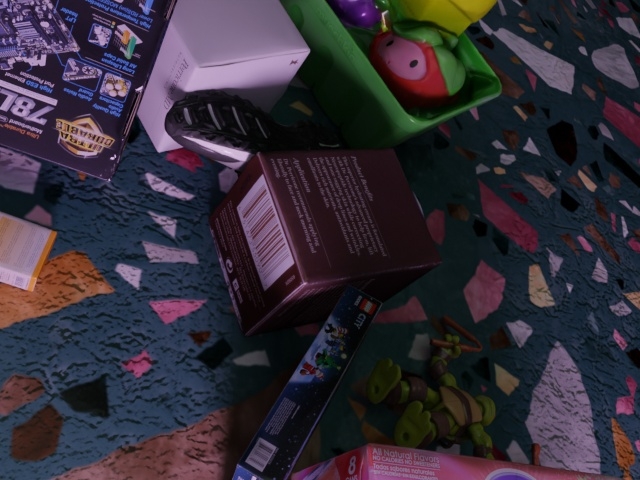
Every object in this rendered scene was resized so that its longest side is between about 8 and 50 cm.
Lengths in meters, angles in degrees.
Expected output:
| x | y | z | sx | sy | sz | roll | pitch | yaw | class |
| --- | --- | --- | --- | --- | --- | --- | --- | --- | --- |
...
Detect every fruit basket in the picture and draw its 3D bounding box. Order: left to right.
| x | y | z | sx | sy | sz | roll | pitch | yaw | class |
| --- | --- | --- | --- | --- | --- | --- | --- | --- | --- |
| 0.134 | -0.355 | 0.958 | 0.283 | 0.392 | 0.392 | -28 | 79 | -39 | fruit basket |

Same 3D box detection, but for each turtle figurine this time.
| x | y | z | sx | sy | sz | roll | pitch | yaw | class |
| --- | --- | --- | --- | --- | --- | --- | --- | --- | --- |
| 0.156 | 0.204 | 0.818 | 0.217 | 0.087 | 0.269 | 17 | 41 | -40 | turtle figurine |

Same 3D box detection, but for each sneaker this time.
| x | y | z | sx | sy | sz | roll | pitch | yaw | class |
| --- | --- | --- | --- | --- | --- | --- | --- | --- | --- |
| -0.079 | -0.105 | 0.811 | 0.272 | 0.108 | 0.100 | 11 | 46 | -46 | sneaker |

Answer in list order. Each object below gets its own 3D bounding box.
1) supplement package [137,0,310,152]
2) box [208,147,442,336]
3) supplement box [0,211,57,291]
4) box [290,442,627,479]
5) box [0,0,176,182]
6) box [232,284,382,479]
| x | y | z | sx | sy | sz | roll | pitch | yaw | class |
| --- | --- | --- | --- | --- | --- | --- | --- | --- | --- |
| -0.183 | -0.297 | 0.849 | 0.175 | 0.177 | 0.292 | -22 | 75 | -38 | supplement package |
| 0.000 | 0.000 | 0.792 | 0.203 | 0.167 | 0.168 | -6 | 66 | -34 | box |
| -0.336 | 0.005 | 0.668 | 0.099 | 0.036 | 0.062 | 23 | 54 | -19 | supplement box |
| 0.134 | 0.285 | 0.585 | 0.300 | 0.154 | 0.142 | 15 | 57 | -22 | box |
| -0.308 | -0.246 | 0.653 | 0.296 | 0.293 | 0.073 | 19 | 13 | -17 | box |
| -0.019 | 0.178 | 0.677 | 0.044 | 0.159 | 0.233 | 28 | 50 | 8 | box |
